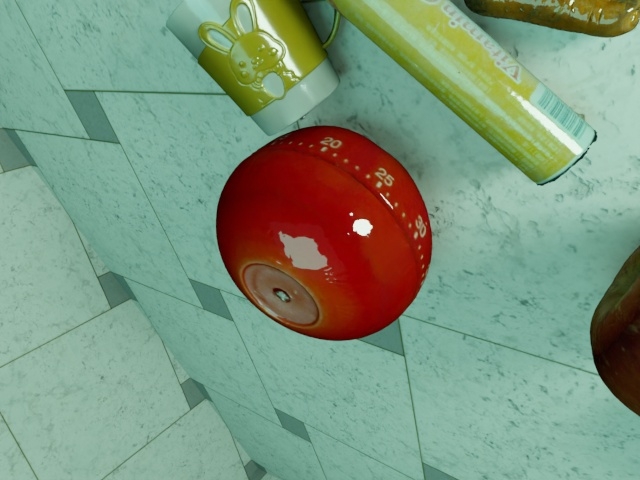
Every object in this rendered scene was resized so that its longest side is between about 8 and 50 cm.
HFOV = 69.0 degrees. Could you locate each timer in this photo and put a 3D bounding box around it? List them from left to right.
[{"bbox_3d":[0.000,0.000,0.811,0.378,0.279,0.377,23,140,21],"label":"timer"}]

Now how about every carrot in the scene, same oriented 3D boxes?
[{"bbox_3d":[0.249,-0.263,0.507,0.186,0.060,0.060,22,139,19],"label":"carrot"}]

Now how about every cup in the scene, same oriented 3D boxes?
[{"bbox_3d":[-0.068,-0.301,0.685,0.241,0.185,0.226,-29,113,20],"label":"cup"}]

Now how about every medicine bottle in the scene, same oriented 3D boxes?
[{"bbox_3d":[0.141,-0.236,0.568,0.426,0.108,0.108,41,143,-3],"label":"medicine bottle"}]

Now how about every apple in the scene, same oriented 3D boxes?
[{"bbox_3d":[0.440,0.097,0.522,0.206,0.252,0.271,36,130,24],"label":"apple"}]
